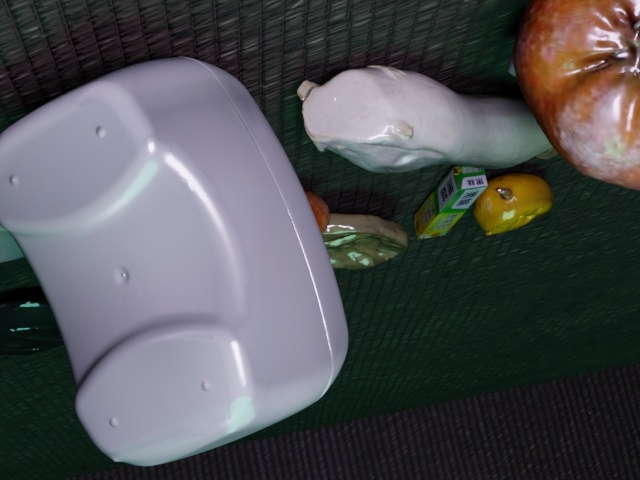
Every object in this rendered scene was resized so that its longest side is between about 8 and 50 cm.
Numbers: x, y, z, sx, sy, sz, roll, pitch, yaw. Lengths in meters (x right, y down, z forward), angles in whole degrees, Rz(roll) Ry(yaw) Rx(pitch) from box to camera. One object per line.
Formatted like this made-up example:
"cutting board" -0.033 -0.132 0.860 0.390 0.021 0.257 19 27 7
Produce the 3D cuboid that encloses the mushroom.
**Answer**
"mushroom" 0.125 -0.117 1.237 0.351 0.097 0.109 -1 162 -44

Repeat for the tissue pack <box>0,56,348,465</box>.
"tissue pack" -0.120 0.013 1.078 0.229 0.333 0.236 -24 179 30

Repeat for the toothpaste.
"toothpaste" 0.164 -0.049 1.562 0.043 0.037 0.178 -6 162 -15

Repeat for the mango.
"mango" 0.255 -0.048 1.582 0.101 0.066 0.187 -28 163 21

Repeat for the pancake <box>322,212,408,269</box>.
"pancake" 0.000 0.000 1.589 0.242 0.050 0.242 -5 167 -1

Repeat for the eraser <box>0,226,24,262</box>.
"eraser" -0.387 -0.018 1.243 0.243 0.059 0.204 -1 159 -22

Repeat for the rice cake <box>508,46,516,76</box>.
"rice cake" 0.351 -0.198 1.187 0.365 0.056 0.073 -6 156 -19

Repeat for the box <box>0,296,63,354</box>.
"box" -0.404 0.119 1.693 0.201 0.042 0.212 -20 160 30

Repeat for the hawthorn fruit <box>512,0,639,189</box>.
"hawthorn fruit" 0.277 -0.147 1.007 0.235 0.231 0.263 -3 159 5

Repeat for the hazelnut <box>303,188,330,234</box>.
"hazelnut" -0.030 -0.028 1.440 0.086 0.086 0.086 -11 163 -4
